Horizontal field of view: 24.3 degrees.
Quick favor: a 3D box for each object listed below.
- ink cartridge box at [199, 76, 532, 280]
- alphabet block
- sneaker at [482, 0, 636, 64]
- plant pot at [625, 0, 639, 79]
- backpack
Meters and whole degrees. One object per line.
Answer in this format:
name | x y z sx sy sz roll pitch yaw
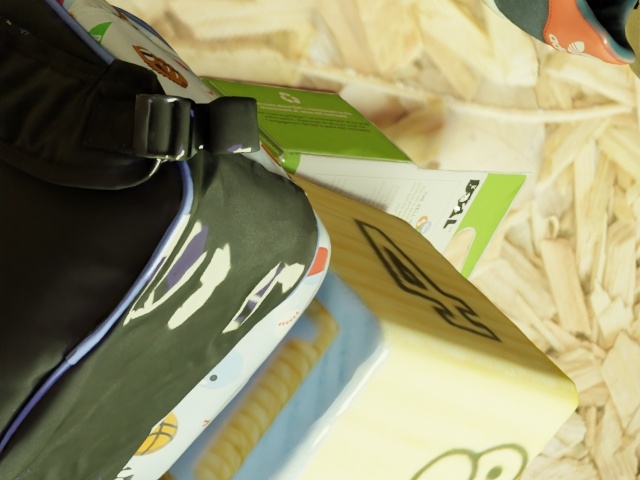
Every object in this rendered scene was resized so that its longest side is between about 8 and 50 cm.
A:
ink cartridge box | 0.000 0.000 1.028 0.255 0.097 0.189 0 125 -47
alphabet block | -0.009 0.086 0.855 0.197 0.193 0.192 22 111 -49
sneaker | 0.247 -0.268 0.956 0.131 0.148 0.350 9 119 -49
plant pot | 0.375 -0.175 1.129 0.274 0.256 0.256 -3 130 -23
backpack | -0.145 -0.010 0.728 0.276 0.263 0.213 -47 151 10
